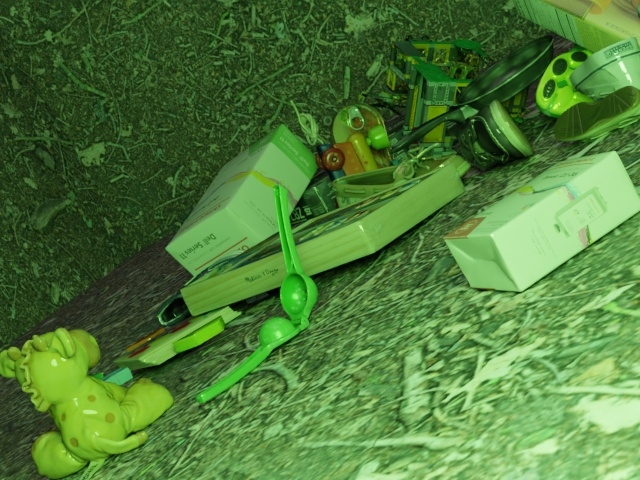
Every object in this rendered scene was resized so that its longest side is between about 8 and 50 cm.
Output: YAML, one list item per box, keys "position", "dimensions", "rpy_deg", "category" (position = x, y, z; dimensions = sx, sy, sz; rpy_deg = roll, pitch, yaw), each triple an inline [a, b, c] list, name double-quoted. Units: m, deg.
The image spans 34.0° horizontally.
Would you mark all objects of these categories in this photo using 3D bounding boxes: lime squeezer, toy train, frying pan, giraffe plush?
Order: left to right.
- position: [-0.303, 0.184, 1.269]
  dimensions: [0.181, 0.170, 0.210]
  rpy_deg: [-29, 8, 5]
  category: "giraffe plush"
- position: [-0.057, 0.084, 1.304]
  dimensions: [0.058, 0.110, 0.310]
  rpy_deg: [-4, 54, 35]
  category: "lime squeezer"
- position: [0.061, -0.175, 1.929]
  dimensions: [0.143, 0.248, 0.105]
  rpy_deg: [-26, 8, -6]
  category: "toy train"
- position: [0.279, -0.244, 1.765]
  dimensions: [0.326, 0.053, 0.197]
  rpy_deg: [-44, 14, -28]
  category: "frying pan"

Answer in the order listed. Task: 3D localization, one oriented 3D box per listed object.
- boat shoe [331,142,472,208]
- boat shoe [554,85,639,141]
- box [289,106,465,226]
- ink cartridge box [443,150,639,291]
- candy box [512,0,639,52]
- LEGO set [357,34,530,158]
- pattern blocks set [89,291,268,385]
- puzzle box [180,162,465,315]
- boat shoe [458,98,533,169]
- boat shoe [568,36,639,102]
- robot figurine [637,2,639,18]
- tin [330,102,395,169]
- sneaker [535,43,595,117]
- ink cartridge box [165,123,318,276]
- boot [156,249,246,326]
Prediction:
- position: [0.126, -0.096, 1.753]
  dimensions: [0.285, 0.089, 0.104]
  rpy_deg: [-21, 11, 44]
  category: "boat shoe"
- position: [0.392, -0.169, 1.453]
  dimensions: [0.153, 0.048, 0.056]
  rpy_deg: [-26, 53, 50]
  category: "boat shoe"
- position: [0.081, -0.151, 2.227]
  dimensions: [0.395, 0.097, 0.318]
  rpy_deg: [-35, 8, -26]
  category: "box"
- position: [0.236, -0.028, 1.046]
  dimensions: [0.198, 0.067, 0.115]
  rpy_deg: [-32, 8, -15]
  category: "ink cartridge box"
- position: [0.478, -0.401, 1.698]
  dimensions: [0.183, 0.087, 0.316]
  rpy_deg: [-43, 46, -6]
  category: "candy box"
- position: [0.247, -0.259, 2.039]
  dimensions: [0.255, 0.192, 0.331]
  rpy_deg: [-7, 30, -24]
  category: "LEGO set"
- position: [-0.225, 0.154, 1.648]
  dimensions: [0.324, 0.026, 0.285]
  rpy_deg: [-29, 6, -20]
  category: "pattern blocks set"
- position: [0.000, 0.000, 1.645]
  dimensions: [0.409, 0.052, 0.272]
  rpy_deg: [-21, 7, 41]
  category: "puzzle box"
- position: [0.264, -0.156, 1.636]
  dimensions: [0.092, 0.103, 0.285]
  rpy_deg: [-34, 4, 8]
  category: "boat shoe"
- position: [0.427, -0.230, 1.544]
  dimensions: [0.095, 0.084, 0.258]
  rpy_deg: [-22, -3, 11]
  category: "boat shoe"
- position: [0.612, -0.402, 1.448]
  dimensions: [0.353, 0.200, 0.300]
  rpy_deg: [-31, -34, 10]
  category: "robot figurine"
- position: [0.082, -0.170, 2.019]
  dimensions: [0.106, 0.190, 0.040]
  rpy_deg: [-16, 1, -19]
  category: "tin"
- position: [0.440, -0.270, 1.771]
  dimensions: [0.295, 0.109, 0.123]
  rpy_deg: [-43, -11, -44]
  category: "sneaker"
- position: [-0.159, -0.047, 2.008]
  dimensions: [0.207, 0.119, 0.353]
  rpy_deg: [-31, 22, 40]
  category: "ink cartridge box"
- position: [-0.198, 0.088, 1.822]
  dimensions: [0.190, 0.069, 0.086]
  rpy_deg: [-39, -3, 19]
  category: "boot"
